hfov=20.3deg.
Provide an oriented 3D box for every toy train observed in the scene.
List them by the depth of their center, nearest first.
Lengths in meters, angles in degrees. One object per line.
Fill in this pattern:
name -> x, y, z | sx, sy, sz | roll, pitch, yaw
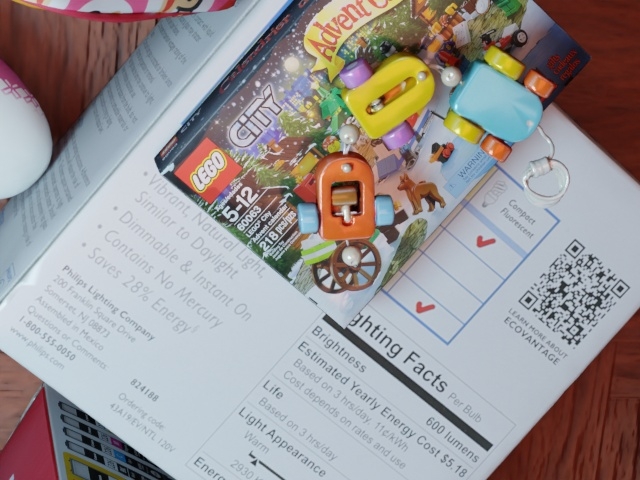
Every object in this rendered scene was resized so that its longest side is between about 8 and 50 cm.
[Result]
toy train -> 0.063, -0.058, 1.080 | 0.166, 0.046, 0.125 | -9, 109, -6

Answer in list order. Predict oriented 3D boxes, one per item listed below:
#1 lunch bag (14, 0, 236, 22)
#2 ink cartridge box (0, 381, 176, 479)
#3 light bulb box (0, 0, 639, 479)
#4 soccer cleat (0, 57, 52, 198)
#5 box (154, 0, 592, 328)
lunch bag -> -0.207, -0.227, 1.091 | 0.258, 0.293, 0.120 | -11, 125, -56
ink cartridge box -> -0.164, 0.235, 1.268 | 0.272, 0.309, 0.130 | 31, 98, -20
light bulb box -> 0.000, 0.000, 1.275 | 0.358, 0.225, 0.361 | 40, 95, -20
soccer cleat -> -0.327, -0.129, 1.187 | 0.331, 0.143, 0.116 | 37, 98, -12
box -> 0.032, -0.082, 1.113 | 0.159, 0.044, 0.233 | 40, 95, -19
